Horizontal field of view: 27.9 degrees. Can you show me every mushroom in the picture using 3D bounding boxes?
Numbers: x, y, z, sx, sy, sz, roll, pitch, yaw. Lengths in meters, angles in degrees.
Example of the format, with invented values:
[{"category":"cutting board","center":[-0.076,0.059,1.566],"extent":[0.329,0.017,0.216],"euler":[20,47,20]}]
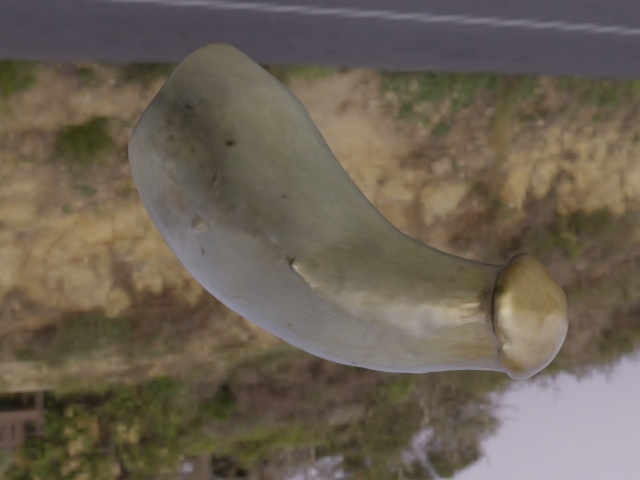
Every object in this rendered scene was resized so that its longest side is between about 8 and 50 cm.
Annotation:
[{"category":"mushroom","center":[0.000,0.000,0.678],"extent":[0.270,0.118,0.103],"euler":[39,178,25]}]
